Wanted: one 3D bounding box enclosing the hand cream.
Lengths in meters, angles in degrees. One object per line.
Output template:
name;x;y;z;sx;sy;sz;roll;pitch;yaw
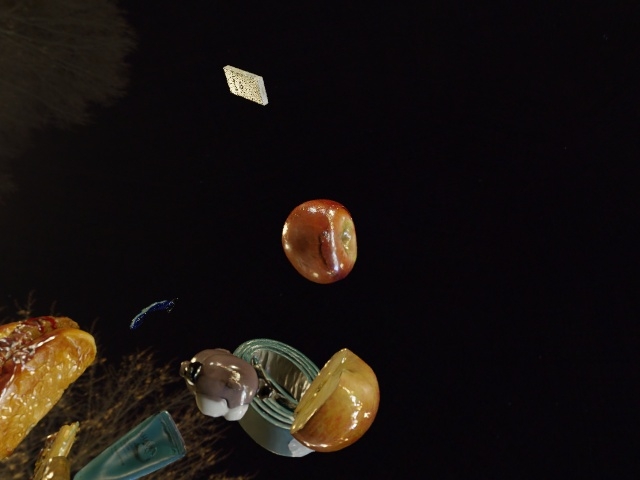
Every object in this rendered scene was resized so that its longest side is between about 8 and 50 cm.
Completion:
hand cream;-0.326;0.370;0.777;0.224;0.048;0.083;-34;-101;10

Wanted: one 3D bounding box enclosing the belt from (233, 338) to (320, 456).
belt;-0.143;0.529;1.617;0.436;0.300;0.173;41;-50;35

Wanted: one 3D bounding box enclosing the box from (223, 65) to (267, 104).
box;-0.241;-0.501;1.498;0.167;0.024;0.090;29;-32;32

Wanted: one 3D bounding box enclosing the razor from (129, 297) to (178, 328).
razor;-0.371;0.158;1.017;0.028;0.154;0.044;37;-72;7

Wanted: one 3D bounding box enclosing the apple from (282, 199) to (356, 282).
apple;0.000;0.000;1.467;0.207;0.272;0.251;-1;-120;28

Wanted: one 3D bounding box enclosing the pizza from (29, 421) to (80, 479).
pizza;-0.877;0.708;1.525;0.081;0.229;0.289;24;-91;-11

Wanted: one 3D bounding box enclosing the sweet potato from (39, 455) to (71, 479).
sweet potato;-0.613;0.547;1.066;0.062;0.081;0.233;36;-17;-21

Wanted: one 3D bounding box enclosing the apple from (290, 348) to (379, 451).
apple;0.053;0.445;1.238;0.163;0.293;0.251;38;-79;1

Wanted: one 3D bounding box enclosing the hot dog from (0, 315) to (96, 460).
hot dog;-0.783;0.340;1.188;0.185;0.405;0.223;5;-52;20

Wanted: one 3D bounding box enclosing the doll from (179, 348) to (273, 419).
doll;-0.210;0.288;0.962;0.257;0.182;0.117;-6;-113;64
